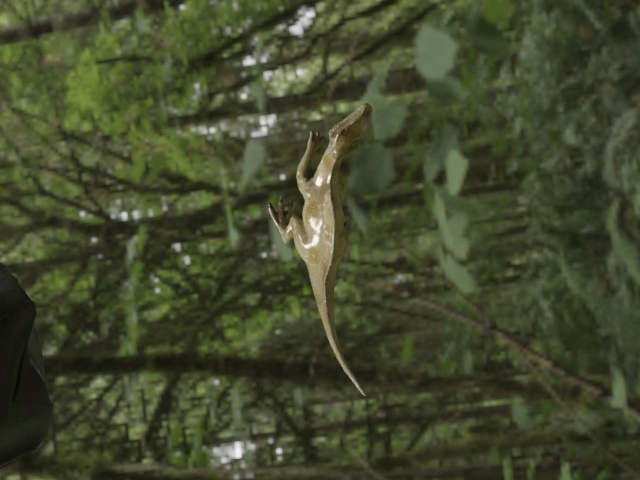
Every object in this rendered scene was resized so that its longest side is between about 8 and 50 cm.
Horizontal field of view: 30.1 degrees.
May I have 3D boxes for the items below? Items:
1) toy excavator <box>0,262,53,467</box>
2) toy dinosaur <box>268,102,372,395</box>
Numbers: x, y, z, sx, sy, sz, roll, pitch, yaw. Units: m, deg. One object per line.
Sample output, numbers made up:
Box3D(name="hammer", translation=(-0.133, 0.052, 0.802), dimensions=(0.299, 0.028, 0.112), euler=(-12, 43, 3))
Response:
Box3D(name="toy excavator", translation=(-0.306, 0.237, 0.600), dimensions=(0.222, 0.445, 0.433), euler=(-23, -80, -48))
Box3D(name="toy dinosaur", translation=(0.000, 0.000, 0.745), dimensions=(0.092, 0.053, 0.183), euler=(-121, 31, -69))
